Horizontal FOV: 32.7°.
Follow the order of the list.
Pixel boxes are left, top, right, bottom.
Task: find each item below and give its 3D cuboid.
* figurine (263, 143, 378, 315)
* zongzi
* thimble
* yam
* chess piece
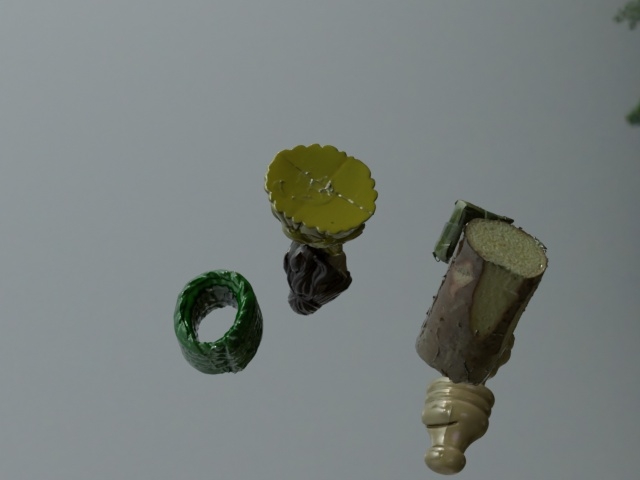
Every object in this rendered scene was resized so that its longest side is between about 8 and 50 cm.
[{"bbox_3d":[0.002,-0.003,1.867,0.315,0.187,0.168,89,-167,-58],"label":"figurine"},{"bbox_3d":[0.247,-0.001,1.759,0.119,0.109,0.055,18,-163,-32],"label":"zongzi"},{"bbox_3d":[-0.136,0.110,1.442,0.090,0.118,0.130,81,174,-57],"label":"thimble"},{"bbox_3d":[0.225,0.095,1.575,0.128,0.129,0.238,-24,-37,-51],"label":"yam"},{"bbox_3d":[0.255,0.284,1.957,0.138,0.124,0.307,35,-132,-19],"label":"chess piece"}]
